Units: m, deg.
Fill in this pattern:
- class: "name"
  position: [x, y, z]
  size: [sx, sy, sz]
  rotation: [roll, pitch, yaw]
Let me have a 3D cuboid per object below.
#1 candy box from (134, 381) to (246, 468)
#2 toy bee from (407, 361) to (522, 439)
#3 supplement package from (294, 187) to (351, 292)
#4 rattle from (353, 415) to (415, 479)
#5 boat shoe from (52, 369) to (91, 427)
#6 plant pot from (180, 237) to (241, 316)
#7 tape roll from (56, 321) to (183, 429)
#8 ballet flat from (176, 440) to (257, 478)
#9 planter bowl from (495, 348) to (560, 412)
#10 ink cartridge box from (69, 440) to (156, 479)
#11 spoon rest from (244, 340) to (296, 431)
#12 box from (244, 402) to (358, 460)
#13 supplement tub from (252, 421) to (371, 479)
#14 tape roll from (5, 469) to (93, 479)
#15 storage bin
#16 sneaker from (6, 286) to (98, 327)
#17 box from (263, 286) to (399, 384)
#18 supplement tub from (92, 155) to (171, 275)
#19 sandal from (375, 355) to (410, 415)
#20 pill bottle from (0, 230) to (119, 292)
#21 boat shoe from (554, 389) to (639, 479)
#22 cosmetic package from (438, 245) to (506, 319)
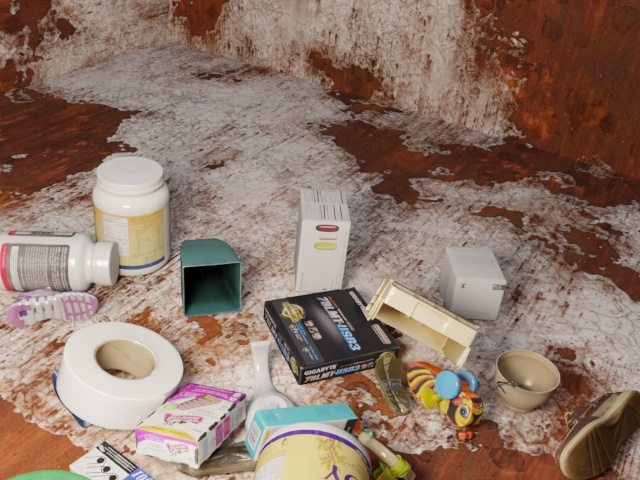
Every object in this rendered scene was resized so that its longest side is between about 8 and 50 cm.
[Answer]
- class: "candy box"
  position: [-0.289, 0.413, 1.644]
  size: [0.159, 0.071, 0.233]
  rotation: [7, 18, 19]
- class: "toy bee"
  position: [0.330, 0.401, 1.784]
  size: [0.195, 0.162, 0.298]
  rotation: [10, -3, -23]
- class: "supplement package"
  position: [0.000, 0.000, 2.238]
  size: [0.145, 0.261, 0.204]
  rotation: [3, 32, -5]
- class: "rattle"
  position: [0.108, 0.511, 1.646]
  size: [0.200, 0.142, 0.130]
  rotation: [28, -1, 39]
- class: "boat shoe"
  position: [-0.583, 0.375, 1.738]
  size: [0.066, 0.066, 0.183]
  rotation: [-18, 49, -41]
- class: "plant pot"
  position: [-0.339, 0.089, 2.139]
  size: [0.166, 0.165, 0.234]
  rotation: [-4, 27, -17]
- class: "tape roll"
  position: [-0.479, 0.320, 1.736]
  size: [0.286, 0.100, 0.286]
  rotation: [19, 25, -9]
- class: "ballet flat"
  position: [-0.197, 0.497, 1.622]
  size: [0.250, 0.058, 0.084]
  rotation: [0, 15, -21]
- class: "planter bowl"
  position: [0.527, 0.376, 1.877]
  size: [0.162, 0.109, 0.162]
  rotation: [4, 33, -3]
- class: "ink cartridge box"
  position: [-0.430, 0.520, 1.541]
  size: [0.207, 0.046, 0.097]
  rotation: [26, 37, 29]
- class: "spoon rest"
  position: [-0.130, 0.383, 1.800]
  size: [0.137, 0.084, 0.276]
  rotation: [-3, 47, -12]
- class: "box"
  position: [-0.042, 0.433, 1.645]
  size: [0.244, 0.100, 0.060]
  rotation: [4, 28, -33]
- class: "supplement tub"
  position: [-0.028, 0.544, 1.392]
  size: [0.241, 0.241, 0.331]
  rotation: [8, 32, 2]
- class: "tape roll"
  position: [-0.547, 0.591, 1.380]
  size: [0.322, 0.077, 0.321]
  rotation: [5, 33, -3]
- class: "storage bin"
  position: [0.260, 0.208, 1.906]
  size: [0.262, 0.123, 0.260]
  rotation: [29, 1, 0]
- class: "sneaker"
  position: [-0.741, 0.171, 2.006]
  size: [0.237, 0.095, 0.104]
  rotation: [-5, 26, -16]
- class: "box"
  position: [0.024, 0.256, 2.019]
  size: [0.294, 0.073, 0.295]
  rotation: [-9, 36, -21]
- class: "supplement tub"
  position: [-0.574, -0.076, 2.207]
  size: [0.229, 0.316, 0.228]
  rotation: [5, 32, -3]
- class: "sandal"
  position: [0.186, 0.381, 1.876]
  size: [0.072, 0.049, 0.180]
  rotation: [-7, 49, -10]
- class: "pill bottle"
  position: [-0.754, 0.062, 2.079]
  size: [0.319, 0.176, 0.176]
  rotation: [2, 32, -3]
- class: "boat shoe"
  position: [0.663, 0.468, 1.777]
  size: [0.342, 0.123, 0.123]
  rotation: [-28, 16, -35]
- class: "cosmetic package"
  position: [0.461, 0.130, 2.217]
  size: [0.151, 0.151, 0.183]
  rotation: [3, 32, -4]
